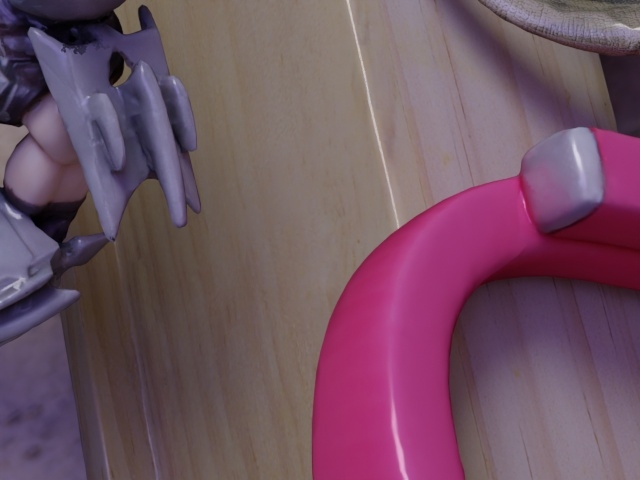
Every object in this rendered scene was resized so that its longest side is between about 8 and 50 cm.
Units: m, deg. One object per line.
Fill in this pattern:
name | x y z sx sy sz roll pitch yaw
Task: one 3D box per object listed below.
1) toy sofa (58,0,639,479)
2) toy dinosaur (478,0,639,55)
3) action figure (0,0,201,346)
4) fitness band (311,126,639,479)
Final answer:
toy sofa | 0.000 0.000 0.611 0.150 0.177 0.362 -29 66 42
toy dinosaur | 0.150 -0.051 0.551 0.268 0.064 0.118 6 39 -9
action figure | -0.136 -0.050 0.557 0.099 0.285 0.185 -8 80 -40
fitness band | 0.127 0.080 0.528 0.291 0.054 0.209 12 59 -34
